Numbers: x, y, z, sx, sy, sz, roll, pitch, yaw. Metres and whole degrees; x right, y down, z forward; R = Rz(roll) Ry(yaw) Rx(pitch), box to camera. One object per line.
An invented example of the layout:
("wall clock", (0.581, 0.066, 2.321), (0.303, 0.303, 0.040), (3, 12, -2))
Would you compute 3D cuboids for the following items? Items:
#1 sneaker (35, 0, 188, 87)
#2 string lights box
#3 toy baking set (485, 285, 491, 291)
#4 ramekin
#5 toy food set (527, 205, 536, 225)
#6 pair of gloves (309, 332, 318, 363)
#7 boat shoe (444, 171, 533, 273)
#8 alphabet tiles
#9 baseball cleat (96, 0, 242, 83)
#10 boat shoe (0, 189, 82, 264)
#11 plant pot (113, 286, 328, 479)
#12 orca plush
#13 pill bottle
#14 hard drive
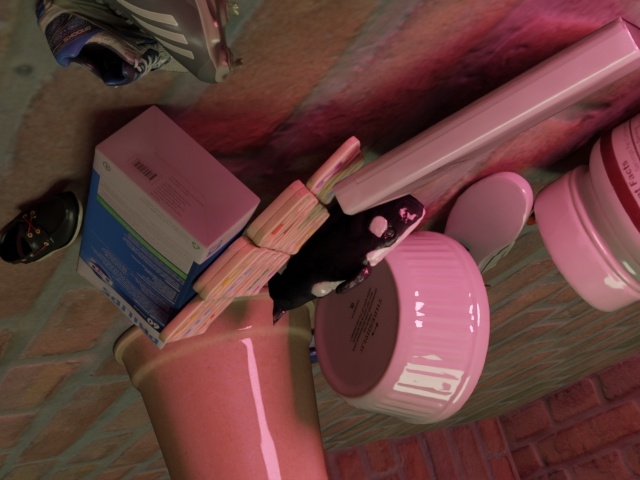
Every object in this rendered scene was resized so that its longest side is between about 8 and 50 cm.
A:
("sneaker", (-0.145, -0.138, 0.631), (0.135, 0.058, 0.052), (3, 151, -43))
("string lights box", (-0.162, 0.000, 0.834), (0.077, 0.133, 0.259), (-45, 175, -32))
("toy baking set", (0.199, 0.147, 1.631), (0.256, 0.030, 0.197), (-10, 158, -18))
("ramekin", (0.097, 0.114, 1.165), (0.127, 0.273, 0.273), (9, 148, -30))
("toy food set", (0.354, -0.046, 1.288), (0.083, 0.020, 0.083), (-16, 159, -3))
("pair of gloves", (-0.011, 0.206, 1.630), (0.159, 0.023, 0.198), (-12, 157, -9))
("boat shoe", (0.235, -0.013, 1.191), (0.088, 0.096, 0.267), (-39, 159, -34))
("alphabet tiles", (-0.051, 0.007, 0.893), (0.278, 0.021, 0.284), (-45, 175, 1))
("baseball cleat", (-0.123, -0.174, 0.571), (0.109, 0.072, 0.206), (-5, 155, 6))
("boat shoe", (-0.283, -0.010, 0.852), (0.042, 0.049, 0.133), (-6, 162, -47))
("plant pot", (-0.130, 0.280, 1.330), (0.334, 0.305, 0.334), (-15, 159, -6))
("orca plush", (0.000, 0.000, 1.094), (0.287, 0.102, 0.151), (-28, -157, 51))
("pill bottle", (0.471, -0.078, 1.006), (0.224, 0.224, 0.392), (7, 147, -46))
("hard drive", (0.180, -0.122, 0.857), (0.307, 0.040, 0.203), (-29, 177, 27))
